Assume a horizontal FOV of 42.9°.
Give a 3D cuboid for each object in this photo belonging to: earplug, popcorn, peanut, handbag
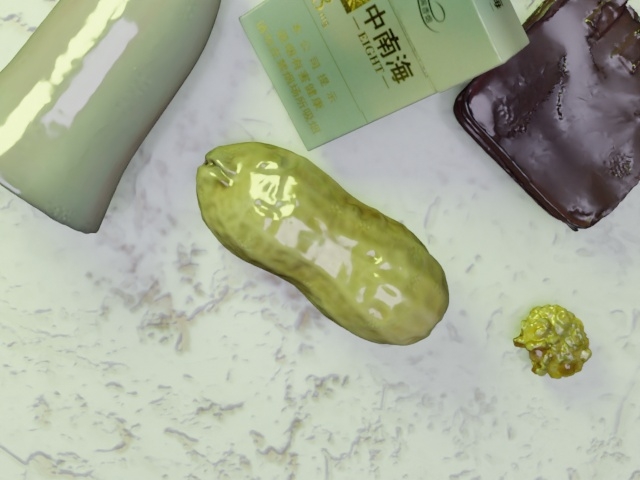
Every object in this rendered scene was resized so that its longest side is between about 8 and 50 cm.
[{"bbox_3d":[-0.197,-0.176,0.774,0.172,0.172,0.301,37,91,-8],"label":"earplug"},{"bbox_3d":[0.254,0.110,0.892,0.083,0.057,0.082,-2,98,0],"label":"popcorn"},{"bbox_3d":[0.000,0.000,0.826,0.290,0.130,0.130,35,96,-2],"label":"peanut"},{"bbox_3d":[0.270,-0.145,0.843,0.203,0.074,0.216,42,93,-9],"label":"handbag"}]

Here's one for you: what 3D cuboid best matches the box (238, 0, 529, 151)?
[{"bbox_3d":[0.050,-0.195,0.752,0.242,0.067,0.155,-20,104,44],"label":"box"}]
